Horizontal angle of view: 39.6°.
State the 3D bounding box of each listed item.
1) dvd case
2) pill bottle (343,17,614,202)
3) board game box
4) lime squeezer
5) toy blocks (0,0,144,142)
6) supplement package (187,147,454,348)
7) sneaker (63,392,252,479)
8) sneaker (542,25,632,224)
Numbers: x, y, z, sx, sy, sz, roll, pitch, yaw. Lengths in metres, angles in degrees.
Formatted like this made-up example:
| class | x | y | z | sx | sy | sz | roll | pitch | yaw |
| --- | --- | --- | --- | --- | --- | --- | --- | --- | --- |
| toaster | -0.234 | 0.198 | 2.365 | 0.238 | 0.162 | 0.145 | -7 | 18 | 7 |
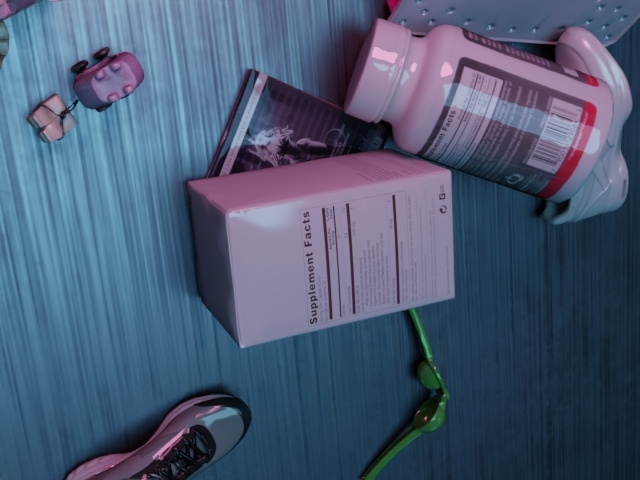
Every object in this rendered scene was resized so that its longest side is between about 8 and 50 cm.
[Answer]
| class | x | y | z | sx | sy | sz | roll | pitch | yaw |
| --- | --- | --- | --- | --- | --- | --- | --- | --- | --- |
| dvd case | -0.028 | -0.113 | 1.199 | 0.221 | 0.018 | 0.164 | 19 | 96 | -27 |
| pill bottle | 0.200 | -0.178 | 1.166 | 0.319 | 0.176 | 0.176 | 18 | 95 | -7 |
| board game box | 0.324 | -0.396 | 1.117 | 0.390 | 0.390 | 0.050 | -3 | 63 | -24 |
| lime squeezer | 0.143 | 0.225 | 1.350 | 0.110 | 0.059 | 0.310 | 11 | 101 | 5 |
| toy blocks | -0.354 | -0.208 | 0.896 | 0.289 | 0.260 | 0.308 | -35 | 114 | -13 |
| supplement package | 0.000 | 0.000 | 1.132 | 0.293 | 0.177 | 0.175 | -11 | 109 | -20 |
| sneaker | -0.206 | 0.302 | 1.176 | 0.272 | 0.108 | 0.100 | -31 | 111 | -16 |
| sneaker | 0.372 | -0.156 | 1.300 | 0.152 | 0.114 | 0.305 | -22 | 118 | -15 |
